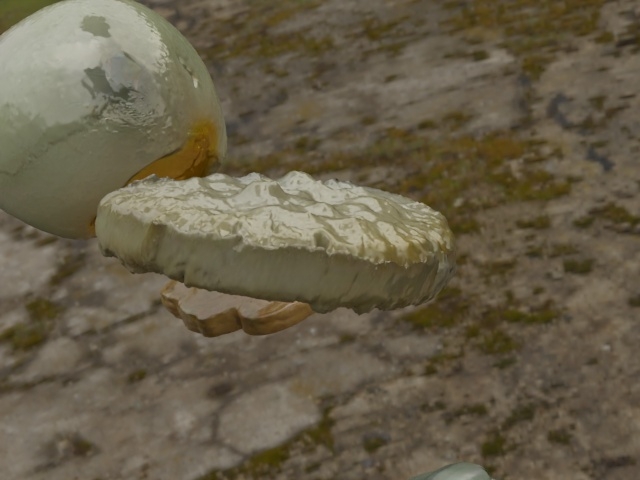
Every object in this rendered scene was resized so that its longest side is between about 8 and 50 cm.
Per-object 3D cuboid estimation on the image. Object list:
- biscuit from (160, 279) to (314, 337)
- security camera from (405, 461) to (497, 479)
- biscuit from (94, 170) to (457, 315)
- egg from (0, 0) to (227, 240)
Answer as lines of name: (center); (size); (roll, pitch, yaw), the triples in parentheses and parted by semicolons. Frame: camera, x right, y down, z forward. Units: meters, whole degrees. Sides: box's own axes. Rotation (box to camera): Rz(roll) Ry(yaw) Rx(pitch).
biscuit: (-0.093, 0.035, 1.533); (0.269, 0.051, 0.376); (-33, 25, -19)
security camera: (0.114, 0.297, 0.824); (0.197, 0.277, 0.191); (15, 58, 42)
biscuit: (0.000, 0.000, 0.764); (0.281, 0.084, 0.179); (1, 13, -39)
egg: (-0.259, -0.169, 1.284); (0.337, 0.337, 0.201); (-31, -2, -28)
